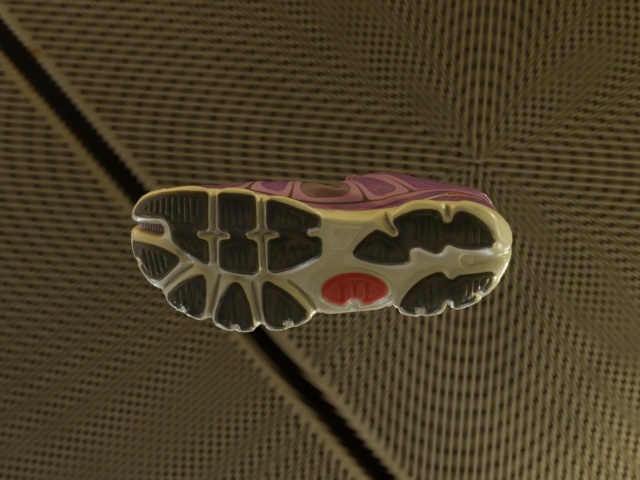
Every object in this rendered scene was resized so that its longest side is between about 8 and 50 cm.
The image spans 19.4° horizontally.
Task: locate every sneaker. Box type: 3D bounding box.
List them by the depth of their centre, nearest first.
[{"bbox_3d":[0.000,0.000,0.844,0.170,0.071,0.068,3,-68,-1],"label":"sneaker"}]
